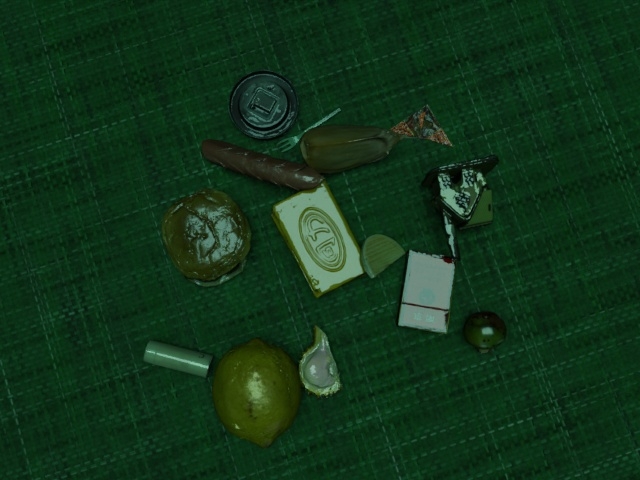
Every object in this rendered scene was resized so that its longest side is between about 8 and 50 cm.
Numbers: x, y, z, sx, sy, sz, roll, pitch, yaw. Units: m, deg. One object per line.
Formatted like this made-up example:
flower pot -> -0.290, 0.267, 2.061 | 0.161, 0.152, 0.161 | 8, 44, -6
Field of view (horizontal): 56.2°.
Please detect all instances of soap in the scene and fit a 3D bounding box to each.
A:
soap -> 0.000, 0.001, 1.850 | 0.204, 0.096, 0.324 | -28, 85, -3

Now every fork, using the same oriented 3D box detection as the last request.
fork -> -0.034, -0.356, 1.928 | 0.235, 0.021, 0.039 | -33, 89, -5

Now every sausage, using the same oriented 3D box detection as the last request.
sausage -> -0.187, -0.231, 1.844 | 0.433, 0.088, 0.088 | 18, 84, 18

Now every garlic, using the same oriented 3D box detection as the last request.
garlic -> 0.105, -0.283, 1.836 | 0.338, 0.196, 0.151 | -3, 100, -2

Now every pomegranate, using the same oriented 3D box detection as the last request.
pomegranate -> 0.498, 0.275, 1.816 | 0.130, 0.130, 0.130 | 0, 84, 0

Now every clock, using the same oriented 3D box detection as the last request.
clock -> -0.181, -0.431, 1.923 | 0.226, 0.049, 0.226 | 0, 84, -1

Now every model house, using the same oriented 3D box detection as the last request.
model house -> 0.447, -0.086, 1.802 | 0.218, 0.205, 0.279 | -12, 82, 0

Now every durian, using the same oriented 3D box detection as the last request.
durian -> -0.002, 0.371, 1.826 | 0.140, 0.078, 0.224 | -6, 73, 12

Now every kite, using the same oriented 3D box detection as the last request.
kite -> 0.333, -0.382, 1.934 | 0.222, 0.008, 0.125 | 13, 84, 2

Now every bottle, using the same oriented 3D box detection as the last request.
bottle -> -0.431, 0.361, 1.826 | 0.201, 0.072, 0.072 | 14, 84, 1

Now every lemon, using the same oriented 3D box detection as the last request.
lemon -> -0.183, 0.438, 1.725 | 0.258, 0.258, 0.310 | -11, 77, -1

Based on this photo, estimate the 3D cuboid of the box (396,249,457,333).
box -> 0.326, 0.158, 1.845 | 0.153, 0.074, 0.240 | 10, 85, -3

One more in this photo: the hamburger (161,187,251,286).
hamburger -> -0.346, -0.011, 1.835 | 0.265, 0.134, 0.285 | -29, 82, -5

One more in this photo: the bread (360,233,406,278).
bread -> 0.174, 0.037, 1.828 | 0.112, 0.036, 0.193 | 53, 43, 5
